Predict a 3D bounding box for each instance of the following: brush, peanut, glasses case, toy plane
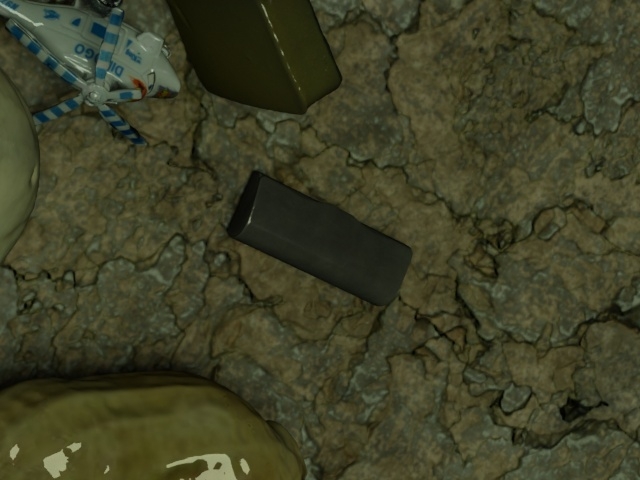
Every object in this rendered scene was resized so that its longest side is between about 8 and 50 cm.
[{"bbox_3d":[-0.064,-0.187,1.564,0.059,0.197,0.123,-31,116,-22],"label":"brush"},{"bbox_3d":[-0.182,0.201,1.632,0.340,0.174,0.158,-6,113,-24],"label":"peanut"},{"bbox_3d":[0.001,0.000,1.730,0.190,0.042,0.072,26,86,-27],"label":"glasses case"},{"bbox_3d":[-0.252,-0.189,1.558,0.273,0.107,0.182,18,141,-8],"label":"toy plane"}]

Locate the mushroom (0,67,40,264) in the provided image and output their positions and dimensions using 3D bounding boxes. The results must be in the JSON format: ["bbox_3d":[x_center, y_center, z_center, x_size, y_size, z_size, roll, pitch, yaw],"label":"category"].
[{"bbox_3d":[-0.365,-0.063,1.420,0.315,0.315,0.356,8,97,-25],"label":"mushroom"}]
